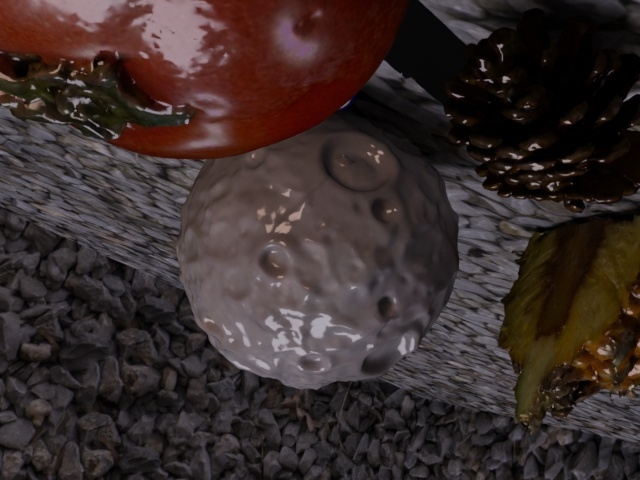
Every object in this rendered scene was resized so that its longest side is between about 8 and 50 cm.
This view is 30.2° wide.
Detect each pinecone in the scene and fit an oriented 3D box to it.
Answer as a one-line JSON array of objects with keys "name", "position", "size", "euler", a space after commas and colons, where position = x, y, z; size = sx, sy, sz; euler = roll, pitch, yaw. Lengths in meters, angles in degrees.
[{"name": "pinecone", "position": [0.194, -0.108, 1.003], "size": [0.179, 0.149, 0.195], "euler": [8, 163, 44]}]

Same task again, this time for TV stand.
[{"name": "TV stand", "position": [0.100, -0.173, 1.106], "size": [0.040, 0.048, 0.256], "euler": [7, 163, 42]}]

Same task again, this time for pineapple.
[{"name": "pineapple", "position": [0.371, 0.134, 1.497], "size": [0.209, 0.286, 0.344], "euler": [23, 169, -15]}]

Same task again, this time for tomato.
[{"name": "tomato", "position": [-0.108, -0.207, 0.697], "size": [0.325, 0.289, 0.293], "euler": [9, 167, 34]}]

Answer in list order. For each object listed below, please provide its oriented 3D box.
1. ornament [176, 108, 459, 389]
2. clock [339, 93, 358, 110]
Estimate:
[{"name": "ornament", "position": [0.000, 0.000, 1.394], "size": [0.337, 0.337, 0.337], "euler": [18, 168, 4]}, {"name": "clock", "position": [-0.062, -0.206, 1.144], "size": [0.231, 0.083, 0.230], "euler": [20, 167, 5]}]
